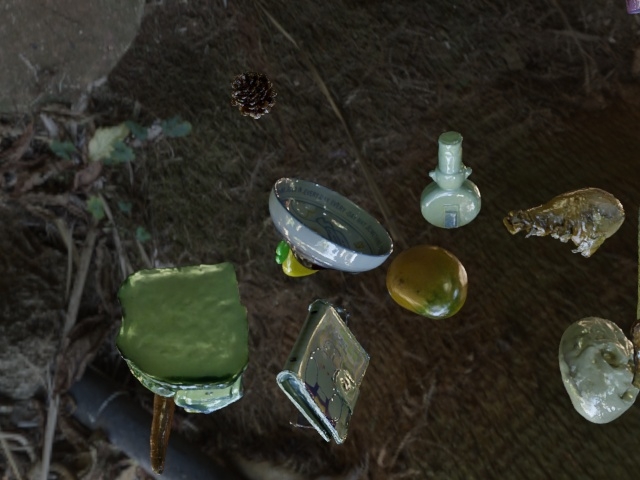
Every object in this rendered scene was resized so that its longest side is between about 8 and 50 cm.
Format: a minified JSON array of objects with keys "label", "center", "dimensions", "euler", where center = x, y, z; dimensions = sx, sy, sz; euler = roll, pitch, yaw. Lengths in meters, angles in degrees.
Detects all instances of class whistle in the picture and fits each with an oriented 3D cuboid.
[{"label":"whistle","center":[0.264,-0.109,1.474],"dimensions":[0.126,0.067,0.258],"euler":[-4,137,6]}]

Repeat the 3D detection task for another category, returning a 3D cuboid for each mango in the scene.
[{"label":"mango","center":[0.226,0.084,1.505],"dimensions":[0.151,0.221,0.120],"euler":[-44,118,-11]}]

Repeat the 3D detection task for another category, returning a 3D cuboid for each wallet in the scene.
[{"label":"wallet","center":[0.011,0.294,1.658],"dimensions":[0.077,0.309,0.223],"euler":[-24,107,23]}]

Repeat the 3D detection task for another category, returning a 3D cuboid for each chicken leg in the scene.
[{"label":"chicken leg","center":[0.392,-0.028,1.181],"dimensions":[0.207,0.085,0.101],"euler":[-8,124,-18]}]

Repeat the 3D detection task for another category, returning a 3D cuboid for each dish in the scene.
[{"label":"dish","center":[0.000,0.000,1.483],"dimensions":[0.273,0.273,0.134],"euler":[16,115,-30]}]

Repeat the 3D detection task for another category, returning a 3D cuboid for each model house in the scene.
[{"label":"model house","center":[-0.210,0.174,1.145],"dimensions":[0.195,0.214,0.189],"euler":[-9,146,-11]}]

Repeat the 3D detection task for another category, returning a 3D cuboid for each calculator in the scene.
[{"label":"calculator","center":[-0.035,0.026,1.920],"dimensions":[0.235,0.032,0.146],"euler":[-7,116,-53]}]

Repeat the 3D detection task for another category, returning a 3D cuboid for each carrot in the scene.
[{"label":"carrot","center":[-0.312,0.366,1.426],"dimensions":[0.047,0.191,0.047],"euler":[1,143,1]}]

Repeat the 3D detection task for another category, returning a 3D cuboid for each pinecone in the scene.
[{"label":"pinecone","center":[-0.151,-0.321,1.572],"dimensions":[0.102,0.102,0.109],"euler":[-30,148,9]}]

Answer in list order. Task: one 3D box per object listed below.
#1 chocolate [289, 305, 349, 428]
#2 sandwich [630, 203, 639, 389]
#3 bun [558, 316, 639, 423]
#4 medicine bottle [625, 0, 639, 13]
[{"label":"chocolate","center":[-0.007,0.328,1.896],"dimensions":[0.111,0.321,0.112],"euler":[12,163,-16]},{"label":"sandwich","center":[0.357,0.018,0.720],"dimensions":[0.087,0.251,0.226],"euler":[6,150,22]},{"label":"bun","center":[0.607,0.269,1.546],"dimensions":[0.231,0.231,0.133],"euler":[25,149,-35]},{"label":"medicine bottle","center":[0.565,-0.499,1.263],"dimensions":[0.094,0.119,0.188],"euler":[-6,98,30]}]
